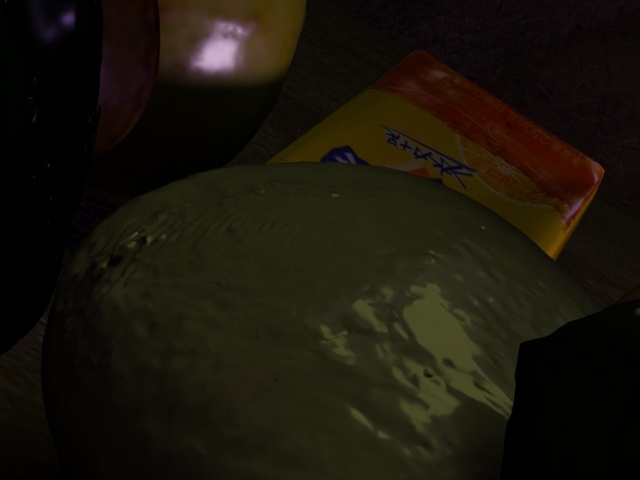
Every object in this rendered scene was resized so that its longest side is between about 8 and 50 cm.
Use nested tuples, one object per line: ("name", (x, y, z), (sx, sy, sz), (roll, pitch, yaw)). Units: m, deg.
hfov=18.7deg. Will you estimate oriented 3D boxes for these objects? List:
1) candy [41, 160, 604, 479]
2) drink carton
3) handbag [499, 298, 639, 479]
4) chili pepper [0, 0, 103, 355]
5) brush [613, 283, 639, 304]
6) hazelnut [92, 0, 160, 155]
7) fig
("candy", (0.034, 0.081, 0.716), (0.295, 0.185, 0.295), (33, 7, -5))
("drink carton", (0.043, 0.007, 1.082), (0.154, 0.111, 0.351), (33, 23, 6))
("handbag", (0.128, 0.138, 0.593), (0.175, 0.270, 0.088), (25, -21, -37))
("chili pepper", (-0.165, -0.028, 0.721), (0.173, 0.261, 0.165), (-8, 55, -14))
("brush", (0.275, 0.149, 1.205), (0.267, 0.174, 0.166), (47, 20, -19))
("hazelnut", (-0.197, -0.107, 0.897), (0.218, 0.218, 0.234), (39, 1, 33))
("fig", (-0.166, -0.169, 1.127), (0.326, 0.258, 0.258), (20, 12, -7))
